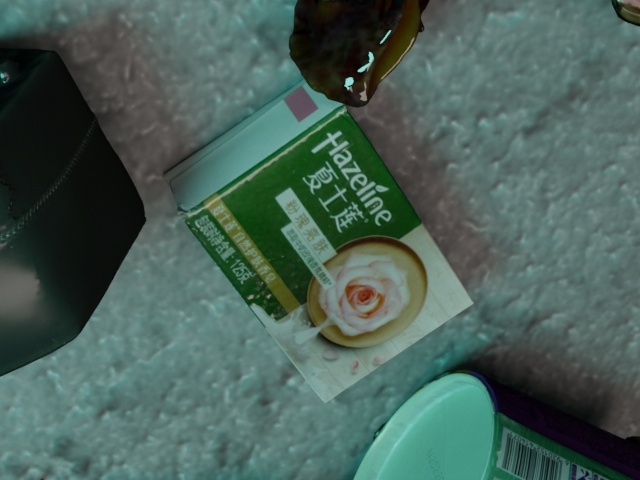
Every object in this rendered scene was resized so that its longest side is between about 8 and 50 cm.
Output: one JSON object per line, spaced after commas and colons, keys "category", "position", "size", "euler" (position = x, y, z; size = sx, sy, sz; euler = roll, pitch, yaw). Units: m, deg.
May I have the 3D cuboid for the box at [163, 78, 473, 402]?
{"category": "box", "position": [0.000, 0.000, 0.949], "size": [0.135, 0.081, 0.199], "euler": [-35, 123, 3]}

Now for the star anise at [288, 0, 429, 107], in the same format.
{"category": "star anise", "position": [0.031, -0.201, 0.834], "size": [0.220, 0.126, 0.190], "euler": [-45, 124, -23]}

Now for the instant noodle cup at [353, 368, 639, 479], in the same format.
{"category": "instant noodle cup", "position": [0.142, 0.226, 1.022], "size": [0.190, 0.251, 0.251], "euler": [32, 104, -19]}

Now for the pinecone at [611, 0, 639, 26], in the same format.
{"category": "pinecone", "position": [0.270, -0.210, 0.846], "size": [0.221, 0.221, 0.221], "euler": [-7, 118, -13]}

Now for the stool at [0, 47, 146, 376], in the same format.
{"category": "stool", "position": [-0.231, -0.012, 0.797], "size": [0.232, 0.232, 0.141], "euler": [-28, 119, -1]}
